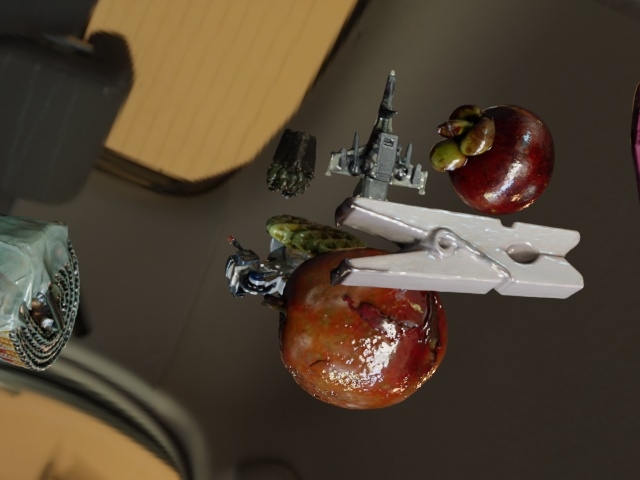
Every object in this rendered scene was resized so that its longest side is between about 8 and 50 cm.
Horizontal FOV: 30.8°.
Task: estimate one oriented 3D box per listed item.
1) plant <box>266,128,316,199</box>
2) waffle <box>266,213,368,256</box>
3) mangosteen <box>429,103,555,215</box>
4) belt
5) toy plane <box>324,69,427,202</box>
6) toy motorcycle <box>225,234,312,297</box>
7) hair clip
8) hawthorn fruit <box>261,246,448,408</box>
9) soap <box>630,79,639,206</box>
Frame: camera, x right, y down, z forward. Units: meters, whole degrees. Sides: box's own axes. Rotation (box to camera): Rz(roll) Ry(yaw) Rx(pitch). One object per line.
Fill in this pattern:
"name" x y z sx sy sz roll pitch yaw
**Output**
"plant" -0.056 -0.156 2.394 0.094 0.092 0.143 20 86 -64
"waffle" 0.000 0.000 2.121 0.214 0.207 0.054 -85 -168 -81
"mangosteen" 0.315 -0.163 2.194 0.215 0.257 0.215 -36 -135 46
"belt" -0.454 0.074 1.732 0.257 0.150 0.207 86 17 -53
"toy plane" 0.108 -0.166 2.018 0.088 0.192 0.262 -151 -109 -69
"toy motorcycle" -0.089 0.048 2.241 0.150 0.221 0.102 48 -48 37
"hair clip" 0.178 0.017 1.507 0.085 0.330 0.101 126 -33 -61
"hawthorn fruit" 0.069 0.148 1.952 0.316 0.316 0.316 -59 -163 31
"soap" 0.642 -0.141 2.014 0.127 0.220 0.325 -4 -77 49
